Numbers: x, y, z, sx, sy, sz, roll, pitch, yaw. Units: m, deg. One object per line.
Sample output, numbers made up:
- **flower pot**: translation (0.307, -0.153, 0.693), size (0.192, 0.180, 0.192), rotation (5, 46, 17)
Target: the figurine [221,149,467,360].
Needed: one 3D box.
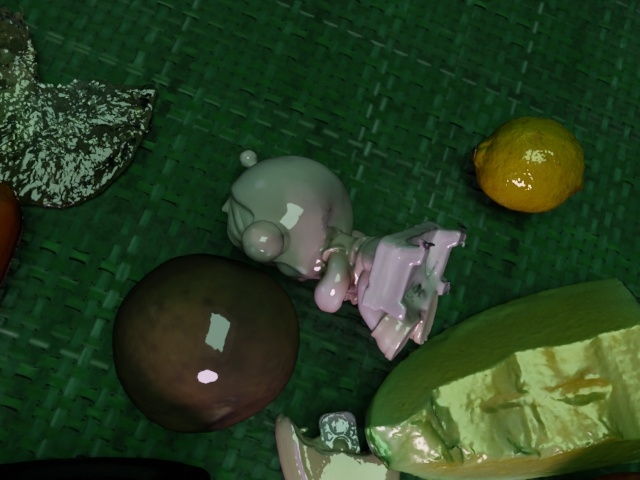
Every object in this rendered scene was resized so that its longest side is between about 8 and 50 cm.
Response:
- **figurine**: translation (0.000, -0.007, 0.600), size (0.257, 0.144, 0.182), rotation (27, 39, 24)

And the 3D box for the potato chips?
- **potato chips**: translation (-0.297, -0.143, 0.660), size (0.220, 0.029, 0.202), rotation (41, 76, -1)

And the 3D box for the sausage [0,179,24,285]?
- **sausage**: translation (-0.370, 0.091, 0.558), size (0.102, 0.102, 0.330), rotation (23, 74, -5)

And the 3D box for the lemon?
- **lemon**: translation (0.235, -0.086, 0.704), size (0.133, 0.109, 0.109), rotation (17, 75, 0)

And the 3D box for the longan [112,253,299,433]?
- **longan**: translation (-0.101, 0.090, 0.561), size (0.167, 0.187, 0.167), rotation (7, 73, -25)

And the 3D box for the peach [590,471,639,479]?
- **peach**: translation (0.303, 0.320, 0.570), size (0.232, 0.232, 0.232), rotation (2, 77, -10)

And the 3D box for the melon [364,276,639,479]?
- **melon**: translation (0.194, 0.156, 0.635), size (0.323, 0.124, 0.196), rotation (-10, 78, -7)

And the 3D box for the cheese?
- **cheese**: translation (0.027, 0.283, 0.610), size (0.127, 0.050, 0.235), rotation (-4, 77, -12)

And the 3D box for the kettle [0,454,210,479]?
- **kettle**: translation (-0.227, 0.340, 0.477), size (0.262, 0.203, 0.308), rotation (4, 80, -12)
